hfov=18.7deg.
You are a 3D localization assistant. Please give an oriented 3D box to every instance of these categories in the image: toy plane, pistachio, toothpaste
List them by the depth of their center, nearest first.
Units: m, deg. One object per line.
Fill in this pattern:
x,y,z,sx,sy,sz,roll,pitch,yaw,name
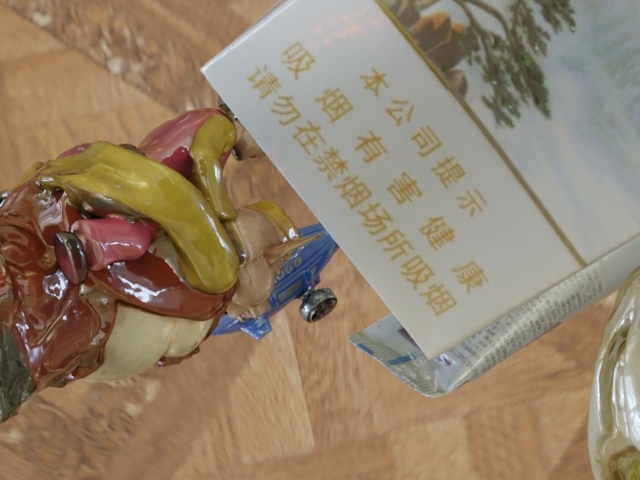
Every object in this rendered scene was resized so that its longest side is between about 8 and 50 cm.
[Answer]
0.000,0.000,1.031,0.167,0.062,0.054,-34,63,-6,toy plane
0.237,0.113,1.171,0.153,0.138,0.238,1,93,-13,pistachio
0.170,0.025,1.443,0.299,0.114,0.073,-30,126,-19,toothpaste

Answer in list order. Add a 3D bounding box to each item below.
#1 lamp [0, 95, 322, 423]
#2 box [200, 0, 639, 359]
-0.081,0.002,0.884,0.253,0.118,0.118,-23,79,-42,lamp
0.089,-0.074,0.711,0.233,0.067,0.149,-34,102,32,box
